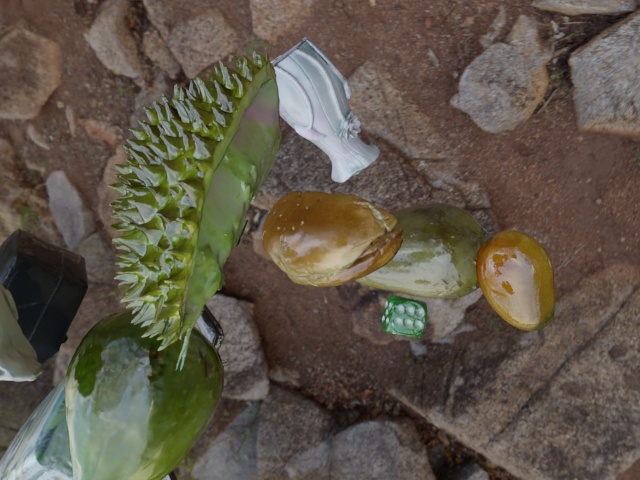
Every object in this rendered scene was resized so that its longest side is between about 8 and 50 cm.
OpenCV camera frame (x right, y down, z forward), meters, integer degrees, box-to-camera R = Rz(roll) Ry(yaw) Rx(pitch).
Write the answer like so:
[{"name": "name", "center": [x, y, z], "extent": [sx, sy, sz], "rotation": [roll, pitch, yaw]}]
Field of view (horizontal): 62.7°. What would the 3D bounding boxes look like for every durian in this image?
[{"name": "durian", "center": [-0.112, -0.061, 0.542], "extent": [0.158, 0.355, 0.169], "rotation": [-6, 147, 39]}]

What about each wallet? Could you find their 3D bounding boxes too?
[{"name": "wallet", "center": [-0.364, 0.227, 1.529], "extent": [0.245, 0.052, 0.168], "rotation": [49, 138, 26]}]

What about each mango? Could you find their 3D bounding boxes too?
[{"name": "mango", "center": [0.392, 0.082, 1.058], "extent": [0.152, 0.120, 0.221], "rotation": [16, 132, 48]}]

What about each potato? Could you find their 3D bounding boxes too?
[{"name": "potato", "center": [0.241, 0.021, 1.333], "extent": [0.359, 0.269, 0.219], "rotation": [4, 123, 24]}]

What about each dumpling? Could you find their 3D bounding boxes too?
[{"name": "dumpling", "center": [-0.405, 0.088, 0.593], "extent": [0.229, 0.151, 0.124], "rotation": [39, 87, -1]}]

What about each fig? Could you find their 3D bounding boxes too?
[{"name": "fig", "center": [-0.237, 0.232, 0.656], "extent": [0.206, 0.275, 0.206], "rotation": [13, 144, 10]}]

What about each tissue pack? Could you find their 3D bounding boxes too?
[{"name": "tissue pack", "center": [-0.403, 0.318, 0.844], "extent": [0.128, 0.228, 0.311], "rotation": [37, 126, -18]}]

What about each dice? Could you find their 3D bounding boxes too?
[{"name": "dice", "center": [0.285, 0.259, 1.792], "extent": [0.129, 0.120, 0.130], "rotation": [13, 85, -6]}]

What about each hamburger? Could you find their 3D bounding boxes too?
[{"name": "hamburger", "center": [0.000, 0.000, 0.887], "extent": [0.283, 0.156, 0.144], "rotation": [6, 138, 50]}]

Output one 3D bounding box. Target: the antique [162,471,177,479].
[{"name": "antique", "center": [-0.269, 0.462, 0.970], "extent": [0.031, 0.015, 0.192], "rotation": [-51, 63, 34]}]

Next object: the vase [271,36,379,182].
[{"name": "vase", "center": [0.006, -0.403, 1.684], "extent": [0.250, 0.250, 0.445], "rotation": [-18, 119, 39]}]

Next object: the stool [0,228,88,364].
[{"name": "stool", "center": [-0.509, 0.107, 0.898], "extent": [0.232, 0.232, 0.141], "rotation": [-21, 139, 39]}]

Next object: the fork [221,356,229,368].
[{"name": "fork", "center": [-0.297, 0.332, 1.189], "extent": [0.219, 0.028, 0.034], "rotation": [-38, 71, 13]}]
